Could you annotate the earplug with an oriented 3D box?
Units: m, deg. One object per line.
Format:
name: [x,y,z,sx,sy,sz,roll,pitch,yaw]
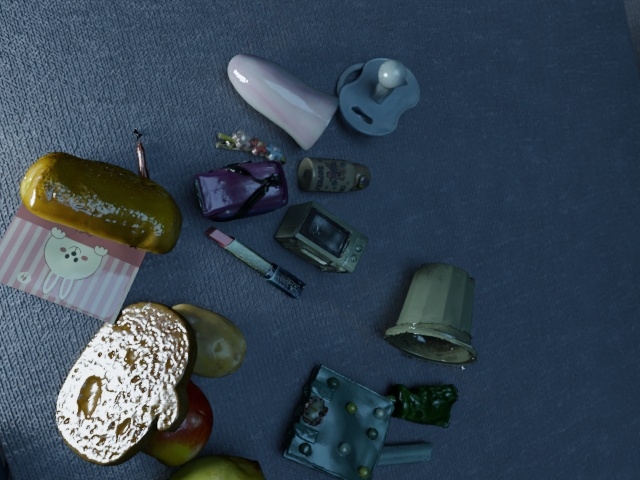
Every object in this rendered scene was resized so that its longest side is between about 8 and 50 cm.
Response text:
earplug: [-0.119,-0.398,1.525,0.301,0.172,0.173,31,74,-16]

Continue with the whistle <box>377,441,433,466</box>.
whistle: [0.213,0.650,1.693,0.311,0.062,0.062,8,84,-28]

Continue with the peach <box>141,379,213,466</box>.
peach: [-0.348,0.431,1.333,0.190,0.190,0.192,44,67,-19]

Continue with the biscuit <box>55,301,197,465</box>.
biscuit: [-0.420,0.323,1.266,0.368,0.314,0.063,-58,157,-16]

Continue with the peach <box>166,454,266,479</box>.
peach: [-0.265,0.669,1.308,0.281,0.314,0.316,33,98,14]

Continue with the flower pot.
flower pot: [0.360,0.222,1.692,0.290,0.290,0.259,32,62,-23]

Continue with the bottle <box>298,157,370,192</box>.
bottle: [0.049,-0.185,1.619,0.209,0.110,0.097,-1,119,-28]

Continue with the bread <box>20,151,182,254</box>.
bread: [-0.462,-0.093,1.216,0.336,0.328,0.148,20,89,-23]

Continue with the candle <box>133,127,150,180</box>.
candle: [-0.448,-0.199,1.404,0.026,0.021,0.168,-7,92,-8]

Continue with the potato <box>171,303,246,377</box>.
potato: [-0.300,0.256,1.395,0.233,0.146,0.150,27,43,-5]

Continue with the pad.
pad: [-0.582,0.049,1.295,0.299,0.005,0.202,25,71,-16]

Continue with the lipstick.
lipstick: [-0.176,0.056,1.520,0.312,0.051,0.051,38,73,-21]

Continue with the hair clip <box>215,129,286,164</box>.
hair clip: [-0.183,-0.258,1.531,0.213,0.056,0.062,10,50,-27]

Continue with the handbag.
handbag: [0.059,0.523,1.558,0.274,0.100,0.269,31,64,-12]

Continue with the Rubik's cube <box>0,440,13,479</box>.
Rubik's cube: [-0.743,0.580,1.021,0.358,0.363,0.363,-17,94,-26]

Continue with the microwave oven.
microwave oven: [0.000,0.000,1.553,0.205,0.163,0.129,33,72,-22]

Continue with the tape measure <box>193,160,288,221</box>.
tape measure: [-0.197,-0.131,1.409,0.231,0.245,0.150,-14,93,-12]

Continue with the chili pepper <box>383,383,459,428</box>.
chili pepper: [0.302,0.504,1.731,0.270,0.099,0.136,14,106,-33]

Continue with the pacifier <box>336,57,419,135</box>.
pacifier: [0.180,-0.458,1.644,0.238,0.226,0.287,44,67,1]
